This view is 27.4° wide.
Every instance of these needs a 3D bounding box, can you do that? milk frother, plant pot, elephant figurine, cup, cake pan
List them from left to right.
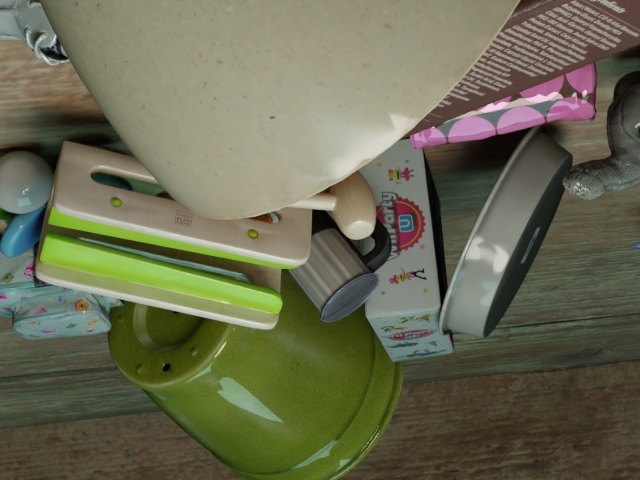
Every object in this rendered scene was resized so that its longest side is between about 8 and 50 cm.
[{"bbox_3d":[-0.058,-0.215,0.804,0.331,0.331,0.237,-20,131,37],"label":"cup"},{"bbox_3d":[-0.121,0.158,1.957,0.367,0.366,0.353,-16,150,28],"label":"plant pot"},{"bbox_3d":[0.000,0.000,1.514,0.129,0.134,0.143,-45,156,12],"label":"milk frother"},{"bbox_3d":[0.235,-0.003,1.629,0.054,0.293,0.293,26,170,14],"label":"cake pan"},{"bbox_3d":[0.380,-0.134,1.401,0.240,0.186,0.169,14,128,-17],"label":"elephant figurine"}]

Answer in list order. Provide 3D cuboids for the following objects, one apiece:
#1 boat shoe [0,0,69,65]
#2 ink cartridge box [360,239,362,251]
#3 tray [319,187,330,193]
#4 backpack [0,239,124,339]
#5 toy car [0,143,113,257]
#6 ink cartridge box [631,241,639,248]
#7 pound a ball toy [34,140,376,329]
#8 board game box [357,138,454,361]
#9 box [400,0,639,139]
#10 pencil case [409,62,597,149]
[{"bbox_3d":[-0.219,-0.195,1.113,0.228,0.081,0.079,-11,163,9],"label":"boat shoe"},{"bbox_3d":[0.130,0.025,2.035,0.109,0.063,0.150,-10,163,10],"label":"ink cartridge box"},{"bbox_3d":[-0.058,-0.128,1.427,0.203,0.076,0.411,-5,164,-9],"label":"tray"},{"bbox_3d":[-0.375,0.062,1.811,0.189,0.144,0.166,1,166,4],"label":"backpack"},{"bbox_3d":[-0.303,-0.027,1.542,0.182,0.136,0.159,-5,164,-7],"label":"toy car"},{"bbox_3d":[0.660,-0.033,2.076,0.311,0.065,0.186,1,162,-33],"label":"ink cartridge box"},{"bbox_3d":[-0.121,-0.035,1.387,0.319,0.135,0.208,12,136,-13],"label":"pound a ball toy"},{"bbox_3d":[0.113,0.021,1.735,0.098,0.224,0.303,-7,164,9],"label":"board game box"},{"bbox_3d":[0.117,-0.217,1.001,0.381,0.191,0.143,-19,160,38],"label":"box"},{"bbox_3d":[0.194,-0.156,1.422,0.209,0.098,0.095,-8,124,7],"label":"pencil case"}]
